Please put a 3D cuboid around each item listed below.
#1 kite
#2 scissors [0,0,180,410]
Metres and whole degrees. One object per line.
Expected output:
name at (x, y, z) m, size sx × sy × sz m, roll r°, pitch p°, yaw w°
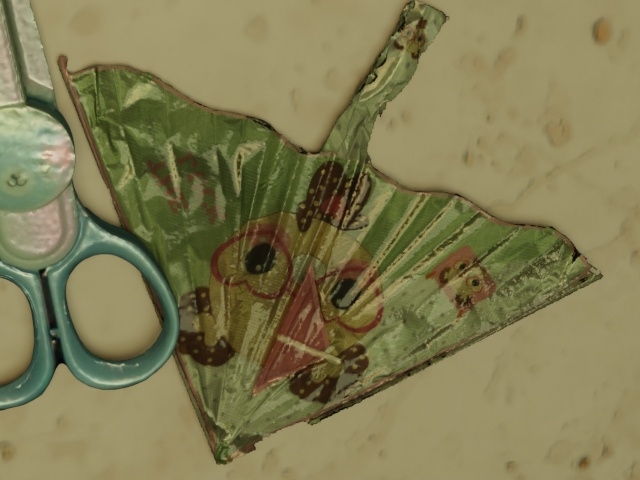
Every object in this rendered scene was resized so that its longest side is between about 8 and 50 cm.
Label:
kite at (0.000, 0.000, 0.807) m, size 0.323 × 0.013 × 0.267 m, roll 18°, pitch 102°, yaw -21°
scissors at (-0.144, -0.039, 0.735) m, size 0.125 × 0.030 × 0.256 m, roll -11°, pitch 112°, yaw -8°
